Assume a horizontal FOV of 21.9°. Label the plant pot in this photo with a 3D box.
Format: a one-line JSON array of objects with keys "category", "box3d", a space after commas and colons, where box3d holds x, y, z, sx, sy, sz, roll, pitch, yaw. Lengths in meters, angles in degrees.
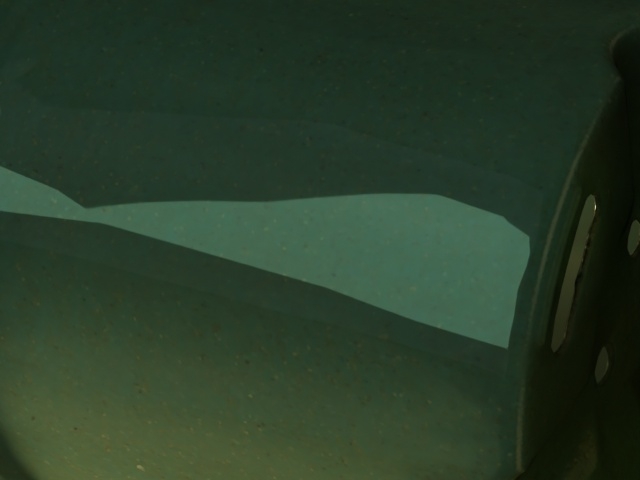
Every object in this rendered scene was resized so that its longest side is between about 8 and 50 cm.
[{"category": "plant pot", "box3d": [0.000, 0.000, 0.734, 0.334, 0.341, 0.341, 13, 92, 33]}]
